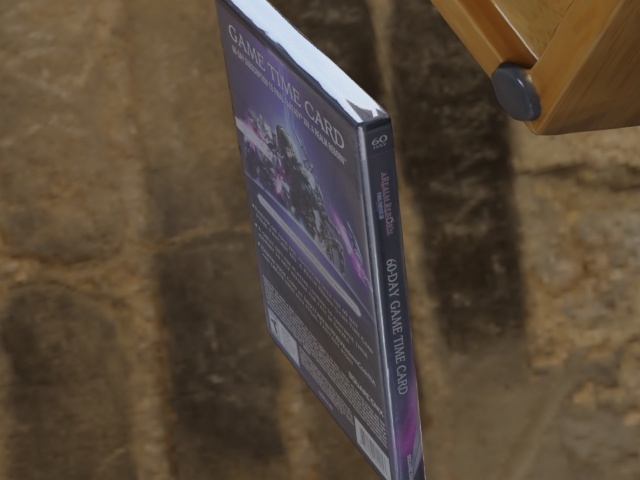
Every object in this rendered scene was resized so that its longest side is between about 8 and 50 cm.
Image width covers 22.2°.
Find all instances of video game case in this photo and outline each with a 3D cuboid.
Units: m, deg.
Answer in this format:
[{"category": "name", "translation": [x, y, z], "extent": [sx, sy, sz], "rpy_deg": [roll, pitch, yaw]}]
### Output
[{"category": "video game case", "translation": [0.000, 0.000, 0.998], "extent": [0.026, 0.196, 0.274], "rpy_deg": [-20, -52, -18]}]

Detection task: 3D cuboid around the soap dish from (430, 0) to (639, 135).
[{"category": "soap dish", "translation": [0.066, -0.190, 0.556], "extent": [0.118, 0.229, 0.291], "rpy_deg": [-32, -103, -19]}]
